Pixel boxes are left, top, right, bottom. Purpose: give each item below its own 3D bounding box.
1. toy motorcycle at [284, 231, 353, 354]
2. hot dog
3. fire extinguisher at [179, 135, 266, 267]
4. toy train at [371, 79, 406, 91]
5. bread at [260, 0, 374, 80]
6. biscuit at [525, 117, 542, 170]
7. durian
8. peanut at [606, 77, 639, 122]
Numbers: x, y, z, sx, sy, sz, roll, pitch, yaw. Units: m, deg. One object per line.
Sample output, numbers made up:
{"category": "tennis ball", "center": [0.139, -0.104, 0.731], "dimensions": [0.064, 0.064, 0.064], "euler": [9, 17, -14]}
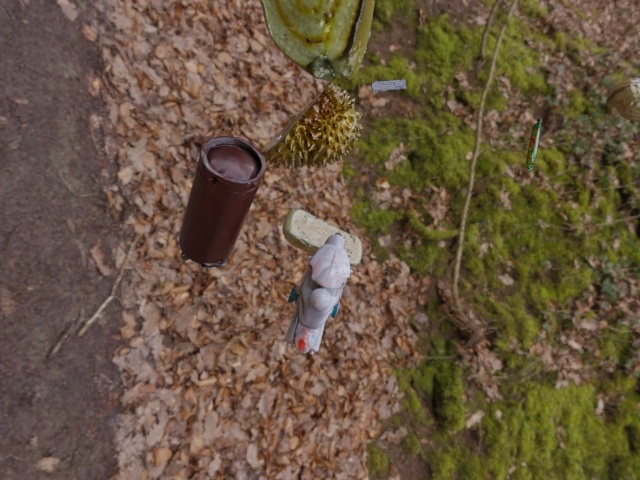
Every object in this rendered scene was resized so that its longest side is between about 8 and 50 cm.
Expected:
{"category": "toy motorcycle", "center": [-0.004, 0.109, 0.958], "dimensions": [0.171, 0.109, 0.261], "euler": [-97, -154, -87]}
{"category": "hot dog", "center": [0.000, 0.000, 1.188], "dimensions": [0.242, 0.073, 0.084], "euler": [24, 63, -31]}
{"category": "fire extinguisher", "center": [-0.163, -0.035, 0.749], "dimensions": [0.269, 0.104, 0.105], "euler": [121, -15, -46]}
{"category": "toy train", "center": [0.117, -0.274, 0.835], "dimensions": [0.083, 0.017, 0.017], "euler": [-17, 106, -34]}
{"category": "bread", "center": [-0.004, -0.396, 0.785], "dimensions": [0.124, 0.185, 0.258], "euler": [-52, 136, -71]}
{"category": "biscuit", "center": [0.373, -0.166, 0.828], "dimensions": [0.046, 0.016, 0.089], "euler": [-12, 110, -66]}
{"category": "durian", "center": [-0.016, -0.206, 0.960], "dimensions": [0.137, 0.249, 0.183], "euler": [35, 75, -25]}
{"category": "peanut", "center": [0.601, -0.250, 0.854], "dimensions": [0.080, 0.174, 0.080], "euler": [-171, -90, -77]}
